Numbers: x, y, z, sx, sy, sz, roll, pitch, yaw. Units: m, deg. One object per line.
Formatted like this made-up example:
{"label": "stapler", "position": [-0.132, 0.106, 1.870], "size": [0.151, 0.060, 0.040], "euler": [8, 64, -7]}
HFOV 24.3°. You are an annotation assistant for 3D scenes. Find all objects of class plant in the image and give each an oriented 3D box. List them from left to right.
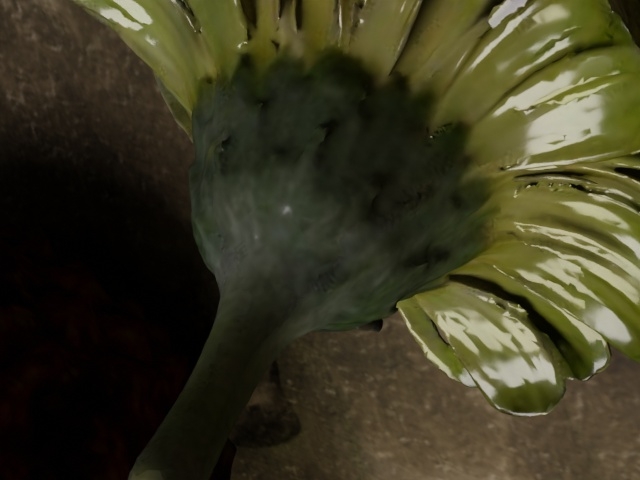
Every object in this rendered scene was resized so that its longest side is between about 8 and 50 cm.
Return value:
{"label": "plant", "position": [0.013, -0.007, 0.671], "size": [0.306, 0.297, 0.261], "euler": [16, 168, 13]}

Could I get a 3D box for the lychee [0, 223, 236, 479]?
{"label": "lychee", "position": [-0.255, 0.189, 0.953], "size": [0.424, 0.424, 0.500], "euler": [38, 172, 10]}
